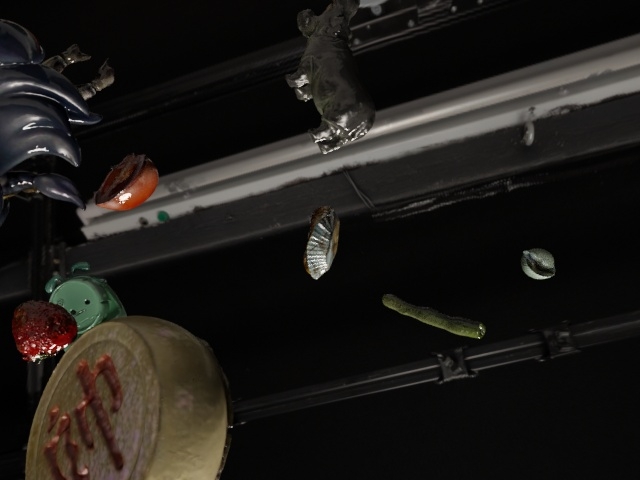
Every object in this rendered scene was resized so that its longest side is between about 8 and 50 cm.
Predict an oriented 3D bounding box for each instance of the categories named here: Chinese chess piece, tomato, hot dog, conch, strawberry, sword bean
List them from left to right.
[{"bbox_3d":[-0.468,0.146,0.766,0.106,0.106,0.106,-4,-105,15],"label":"strawberry"},{"bbox_3d":[-0.236,0.229,0.555,0.269,0.112,0.270,-15,-118,29],"label":"Chinese chess piece"},{"bbox_3d":[-0.574,-0.158,1.373,0.227,0.112,0.199,18,-111,49],"label":"tomato"},{"bbox_3d":[0.000,0.000,1.158,0.081,0.270,0.163,4,-77,5],"label":"hot dog"},{"bbox_3d":[0.257,0.176,1.085,0.269,0.038,0.043,15,-142,42],"label":"sword bean"},{"bbox_3d":[0.469,0.053,0.993,0.085,0.057,0.076,9,-123,-10],"label":"conch"}]

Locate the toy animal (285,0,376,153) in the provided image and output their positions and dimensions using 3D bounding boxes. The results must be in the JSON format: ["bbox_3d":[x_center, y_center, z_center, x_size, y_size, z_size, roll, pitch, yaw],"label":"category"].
[{"bbox_3d":[0.014,-0.359,0.935,0.168,0.106,0.344,-10,-100,15],"label":"toy animal"}]

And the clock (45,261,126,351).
[{"bbox_3d":[-0.548,0.150,1.039,0.148,0.060,0.189,-32,-93,3],"label":"clock"}]

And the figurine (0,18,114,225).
[{"bbox_3d":[-0.333,-0.104,0.408,0.175,0.197,0.265,30,-91,29],"label":"figurine"}]
